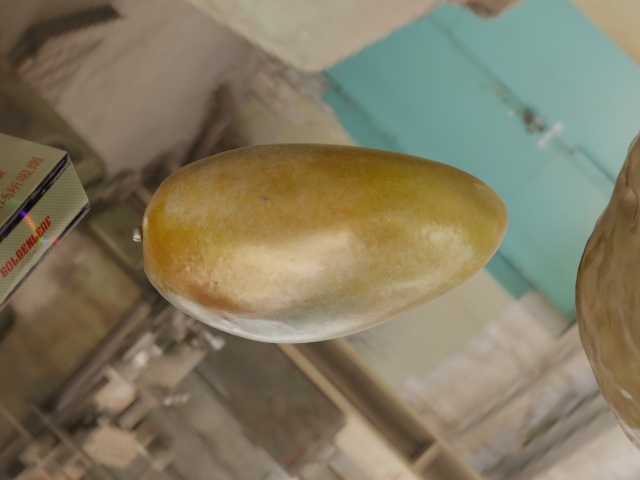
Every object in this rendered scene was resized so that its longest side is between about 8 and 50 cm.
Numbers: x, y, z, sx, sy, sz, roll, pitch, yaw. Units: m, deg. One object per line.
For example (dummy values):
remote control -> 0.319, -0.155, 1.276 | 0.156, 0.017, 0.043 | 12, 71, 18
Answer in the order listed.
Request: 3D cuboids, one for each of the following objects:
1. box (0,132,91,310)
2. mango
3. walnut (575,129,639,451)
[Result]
box -> -0.419, -0.035, 1.580 | 0.198, 0.310, 0.084 | -53, 145, -30
mango -> 0.000, 0.000, 1.531 | 0.221, 0.383, 0.199 | 84, 4, -56
walnut -> 0.235, 0.012, 0.665 | 0.248, 0.248, 0.248 | -44, 176, -4
